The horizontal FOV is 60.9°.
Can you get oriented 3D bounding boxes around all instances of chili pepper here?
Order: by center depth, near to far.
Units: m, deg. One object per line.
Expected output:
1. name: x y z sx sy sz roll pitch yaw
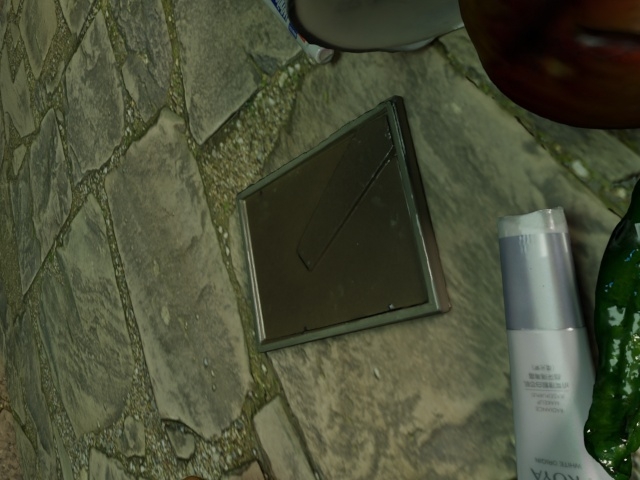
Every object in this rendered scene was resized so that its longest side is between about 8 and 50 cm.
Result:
1. chili pepper: 0.221 0.006 0.331 0.122 0.065 0.279 -93 17 -69

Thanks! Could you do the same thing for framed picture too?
1. framed picture: 0.000 0.000 0.651 0.315 0.024 0.232 -23 72 47

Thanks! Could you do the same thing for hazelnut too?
1. hazelnut: 0.191 -0.179 0.320 0.229 0.229 0.230 -1 88 49

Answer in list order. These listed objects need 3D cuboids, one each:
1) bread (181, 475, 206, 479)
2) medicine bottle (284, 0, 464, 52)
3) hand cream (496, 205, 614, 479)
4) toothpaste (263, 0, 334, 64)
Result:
1. bread: -0.118 0.449 0.637 0.315 0.211 0.270 32 111 41
2. medicine bottle: 0.045 -0.361 0.481 0.190 0.189 0.332 -16 78 47
3. hand cream: 0.181 0.103 0.423 0.079 0.048 0.255 -11 82 47
4. toothpaste: -0.037 -0.291 0.696 0.052 0.033 0.218 -52 48 29
